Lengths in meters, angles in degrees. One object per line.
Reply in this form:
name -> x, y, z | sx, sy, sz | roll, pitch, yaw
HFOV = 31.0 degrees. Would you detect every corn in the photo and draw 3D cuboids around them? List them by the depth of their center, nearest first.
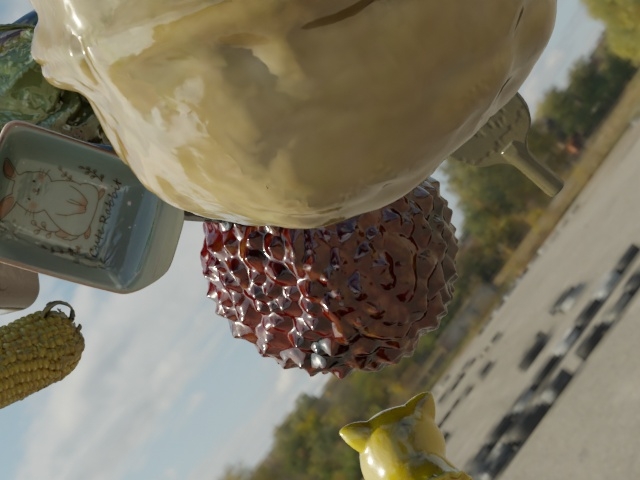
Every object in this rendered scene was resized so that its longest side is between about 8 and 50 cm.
corn -> -0.417, 0.169, 1.427 | 0.293, 0.106, 0.106 | -30, -23, -43

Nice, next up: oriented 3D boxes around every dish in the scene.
dish -> -0.271, -0.030, 1.307 | 0.064, 0.234, 0.154 | 6, 78, 65

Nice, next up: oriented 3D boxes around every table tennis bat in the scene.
table tennis bat -> 0.235, -0.141, 1.553 | 0.131, 0.234, 0.022 | -43, 14, 29

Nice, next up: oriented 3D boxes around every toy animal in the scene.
toy animal -> 0.135, 0.338, 1.649 | 0.156, 0.230, 0.156 | -20, -35, -14

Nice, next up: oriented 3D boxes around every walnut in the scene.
walnut -> -0.014, -0.198, 0.717 | 0.381, 0.381, 0.381 | -52, -8, -11

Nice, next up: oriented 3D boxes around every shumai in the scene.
shumai -> -0.415, -0.172, 1.677 | 0.395, 0.395, 0.348 | -25, -54, -74

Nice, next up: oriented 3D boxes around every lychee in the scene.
lychee -> 0.000, 0.000, 1.868 | 0.424, 0.500, 0.424 | -19, -50, -24

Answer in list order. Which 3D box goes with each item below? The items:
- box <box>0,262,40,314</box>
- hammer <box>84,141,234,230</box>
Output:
box -> -0.707, 0.040, 2.096 | 0.339, 0.239, 0.229 | -12, -7, 9
hammer -> -0.211, -0.120, 1.354 | 0.409, 0.242, 0.095 | 109, 166, -70
